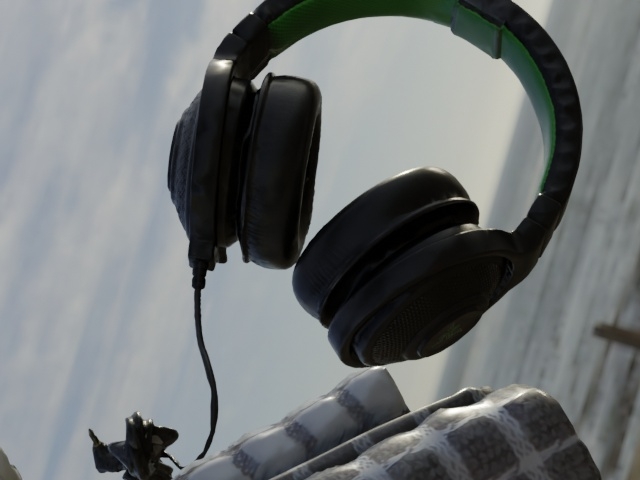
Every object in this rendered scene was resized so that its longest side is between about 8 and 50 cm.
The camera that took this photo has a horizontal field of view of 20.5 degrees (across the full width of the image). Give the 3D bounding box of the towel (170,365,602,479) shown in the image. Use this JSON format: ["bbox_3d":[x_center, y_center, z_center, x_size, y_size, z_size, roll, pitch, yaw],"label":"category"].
[{"bbox_3d":[0.007,0.192,0.420,0.235,0.283,0.121,-26,-4,-20],"label":"towel"}]

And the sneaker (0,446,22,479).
[{"bbox_3d":[-0.165,0.169,0.779,0.106,0.078,0.234,-63,-43,-64],"label":"sneaker"}]

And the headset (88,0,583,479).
[{"bbox_3d":[0.000,0.000,1.137,0.394,0.243,0.185,-51,-16,-21],"label":"headset"}]
